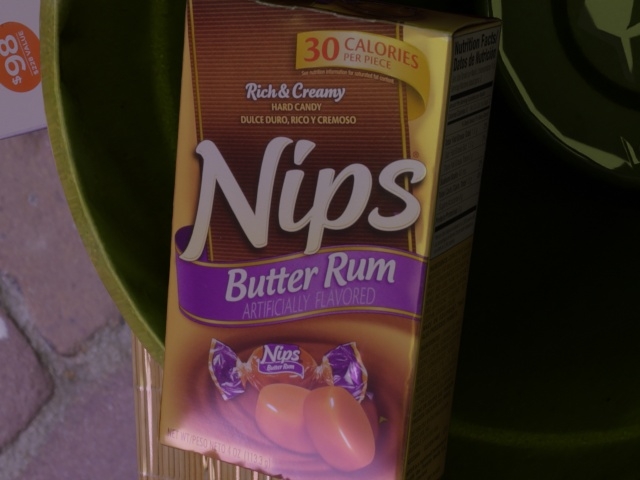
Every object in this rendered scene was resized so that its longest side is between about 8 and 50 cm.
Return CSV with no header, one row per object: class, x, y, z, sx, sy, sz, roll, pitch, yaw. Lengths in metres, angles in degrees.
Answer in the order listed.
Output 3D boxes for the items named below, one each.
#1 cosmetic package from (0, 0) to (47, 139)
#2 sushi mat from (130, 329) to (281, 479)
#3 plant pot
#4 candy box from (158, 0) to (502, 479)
cosmetic package,-0.159,-0.269,0.992,0.284,0.097,0.377,-11,98,32
sushi mat,-0.073,0.109,1.074,0.151,0.019,0.316,12,109,40
plant pot,0.123,-0.097,0.746,0.367,0.353,0.366,7,106,26
candy box,0.000,0.000,0.601,0.109,0.053,0.186,13,108,24
